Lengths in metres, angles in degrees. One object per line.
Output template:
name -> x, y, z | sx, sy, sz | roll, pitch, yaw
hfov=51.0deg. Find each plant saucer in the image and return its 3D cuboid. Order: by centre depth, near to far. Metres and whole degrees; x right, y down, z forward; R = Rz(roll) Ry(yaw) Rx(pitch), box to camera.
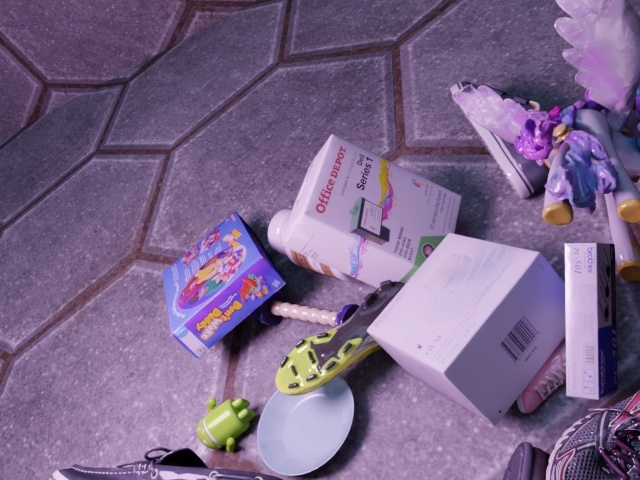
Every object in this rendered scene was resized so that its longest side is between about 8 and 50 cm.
plant saucer -> -0.020, 0.319, 1.166 | 0.195, 0.037, 0.195 | -23, 41, 21

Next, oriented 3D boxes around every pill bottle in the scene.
pill bottle -> 0.000, 0.000, 1.386 | 0.229, 0.131, 0.131 | 15, 63, 46

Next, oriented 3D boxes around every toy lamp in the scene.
toy lamp -> -0.043, 0.144, 1.327 | 0.274, 0.080, 0.080 | 8, 58, 41

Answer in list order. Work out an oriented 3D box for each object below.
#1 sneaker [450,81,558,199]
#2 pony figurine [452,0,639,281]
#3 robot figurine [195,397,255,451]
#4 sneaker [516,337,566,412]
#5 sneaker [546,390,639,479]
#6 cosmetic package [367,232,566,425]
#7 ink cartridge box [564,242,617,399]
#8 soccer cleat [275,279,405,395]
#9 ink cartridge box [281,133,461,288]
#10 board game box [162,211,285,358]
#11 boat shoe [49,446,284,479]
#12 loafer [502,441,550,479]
sneaker -> 0.371, -0.223, 1.315 | 0.127, 0.126, 0.321 | -34, 50, 14
pony figurine -> 0.420, -0.164, 1.056 | 0.303, 0.351, 0.363 | -35, 33, 44
robot figurine -> -0.179, 0.341, 1.248 | 0.115, 0.067, 0.101 | -36, 62, 4
sneaker -> 0.340, 0.196, 0.985 | 0.070, 0.051, 0.134 | 3, 50, 47
sneaker -> 0.401, 0.226, 0.814 | 0.299, 0.112, 0.121 | -36, 62, -5
cosmetic package -> 0.230, 0.123, 1.038 | 0.224, 0.138, 0.224 | -48, 22, -11
ink cartridge box -> 0.375, 0.107, 0.928 | 0.046, 0.097, 0.207 | -1, 88, 37
soccer cleat -> 0.055, 0.186, 1.170 | 0.289, 0.121, 0.093 | -37, 49, -2
ink cartridge box -> 0.096, -0.039, 1.224 | 0.117, 0.278, 0.201 | -53, 15, 55
board game box -> -0.223, 0.081, 1.460 | 0.233, 0.078, 0.347 | -40, 24, 0
boat shoe -> -0.253, 0.439, 1.131 | 0.500, 0.187, 0.156 | -2, 46, 31
loafer -> 0.258, 0.408, 0.828 | 0.095, 0.109, 0.302 | 17, 61, 6
